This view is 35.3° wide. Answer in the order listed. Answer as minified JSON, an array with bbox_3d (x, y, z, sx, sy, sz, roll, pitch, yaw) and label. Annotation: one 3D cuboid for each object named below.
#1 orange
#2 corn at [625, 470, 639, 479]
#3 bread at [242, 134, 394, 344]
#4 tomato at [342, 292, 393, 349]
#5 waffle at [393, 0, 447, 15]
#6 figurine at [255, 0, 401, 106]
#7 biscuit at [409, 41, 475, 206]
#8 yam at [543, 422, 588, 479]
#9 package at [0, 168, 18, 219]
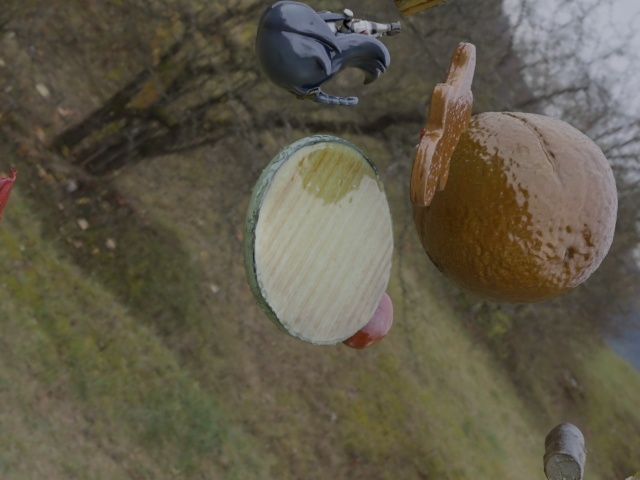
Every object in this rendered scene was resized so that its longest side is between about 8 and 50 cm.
[{"bbox_3d":[0.309,-0.061,1.649,0.322,0.322,0.357,49,0,-30],"label":"orange"},{"bbox_3d":[0.425,0.283,0.854,0.387,0.144,0.144,30,21,-13],"label":"corn"},{"bbox_3d":[0.000,0.000,1.254,0.267,0.040,0.267,-5,97,-46],"label":"bread"},{"bbox_3d":[0.086,0.145,2.117,0.155,0.155,0.069,62,-20,15],"label":"tomato"},{"bbox_3d":[0.141,-0.380,1.355,0.042,0.102,0.148,45,33,-56],"label":"waffle"},{"bbox_3d":[0.012,-0.352,1.854,0.175,0.265,0.197,110,-9,-61],"label":"figurine"},{"bbox_3d":[0.153,-0.142,1.298,0.165,0.036,0.250,85,24,-46],"label":"biscuit"},{"bbox_3d":[0.306,0.265,1.253,0.057,0.057,0.241,60,11,10],"label":"yam"},{"bbox_3d":[-0.625,-0.047,1.347,0.423,0.196,0.123,14,16,-37],"label":"package"}]
